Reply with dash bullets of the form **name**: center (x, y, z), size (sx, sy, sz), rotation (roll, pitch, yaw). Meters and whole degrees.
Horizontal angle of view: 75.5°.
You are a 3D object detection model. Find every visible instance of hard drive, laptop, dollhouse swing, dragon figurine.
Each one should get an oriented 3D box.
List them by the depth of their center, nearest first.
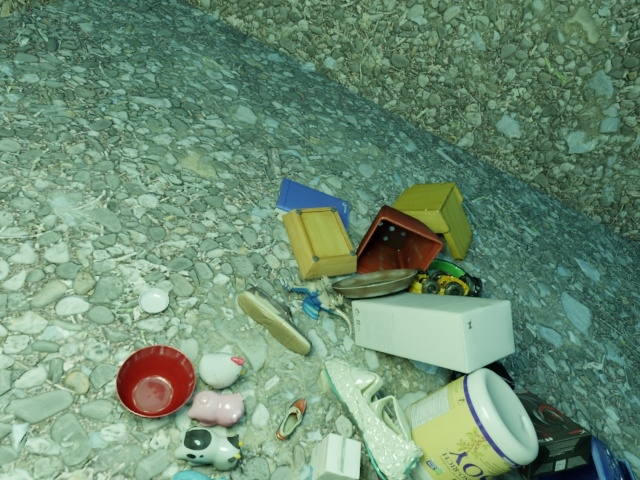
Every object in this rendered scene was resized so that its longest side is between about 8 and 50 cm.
- **dragon figurine**: center (-0.005, 0.212, 1.420), size (0.289, 0.144, 0.085), rotation (50, 44, -4)
- **laptop**: center (0.569, 0.509, 1.521), size (0.234, 0.136, 0.264), rotation (30, 67, 0)
- **hard drive**: center (-0.030, -0.148, 1.798), size (0.319, 0.040, 0.210), rotation (20, 42, -12)
- **dollhouse swing**: center (0.568, -0.087, 2.074), size (0.316, 0.304, 0.347), rotation (1, 30, 31)

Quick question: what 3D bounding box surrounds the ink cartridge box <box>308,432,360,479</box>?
- **ink cartridge box**: center (0.039, 0.566, 1.055), size (0.090, 0.143, 0.092), rotation (21, 42, -11)

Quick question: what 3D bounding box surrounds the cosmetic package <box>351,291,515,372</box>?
- **cosmetic package**: center (0.330, 0.264, 1.295), size (0.230, 0.453, 0.161), rotation (-6, 90, -34)

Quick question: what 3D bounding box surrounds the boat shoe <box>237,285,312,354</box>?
- **boat shoe**: center (-0.133, 0.243, 1.309), size (0.285, 0.102, 0.092), rotation (35, 46, 14)

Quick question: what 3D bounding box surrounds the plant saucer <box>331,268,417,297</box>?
- **plant saucer**: center (0.194, 0.156, 1.484), size (0.311, 0.311, 0.050), rotation (-12, 93, -38)

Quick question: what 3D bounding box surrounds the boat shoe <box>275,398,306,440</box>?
- **boat shoe**: center (-0.076, 0.489, 1.141), size (0.049, 0.043, 0.137), rotation (36, 40, 9)

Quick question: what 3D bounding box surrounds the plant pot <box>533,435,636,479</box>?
- **plant pot**: center (0.822, 0.767, 1.257), size (0.212, 0.236, 0.235), rotation (28, 41, -14)

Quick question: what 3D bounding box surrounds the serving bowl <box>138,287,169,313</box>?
- **serving bowl**: center (-0.490, 0.182, 1.213), size (0.084, 0.027, 0.083), rotation (16, 42, -15)

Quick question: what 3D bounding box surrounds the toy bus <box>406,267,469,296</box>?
- **toy bus**: center (0.419, 0.227, 1.572), size (0.221, 0.211, 0.149), rotation (9, 16, -13)

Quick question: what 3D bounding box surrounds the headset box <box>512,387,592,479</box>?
- **headset box**: center (0.635, 0.583, 1.297), size (0.218, 0.110, 0.293), rotation (-3, 11, -15)

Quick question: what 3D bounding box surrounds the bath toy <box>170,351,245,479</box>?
- **bath toy**: center (-0.250, 0.436, 1.030), size (0.151, 0.129, 0.348), rotation (46, 30, -37)

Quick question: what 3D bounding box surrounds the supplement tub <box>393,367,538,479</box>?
- **supplement tub**: center (0.368, 0.522, 1.112), size (0.241, 0.331, 0.241), rotation (35, 29, -23)

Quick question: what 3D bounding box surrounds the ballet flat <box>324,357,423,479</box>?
- **ballet flat**: center (0.149, 0.458, 1.146), size (0.147, 0.146, 0.409), rotation (4, 28, -28)

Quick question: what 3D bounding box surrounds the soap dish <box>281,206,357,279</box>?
- **soap dish**: center (0.000, 0.000, 1.586), size (0.229, 0.118, 0.290), rotation (-5, 58, -28)

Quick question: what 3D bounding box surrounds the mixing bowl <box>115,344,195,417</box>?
- **mixing bowl**: center (-0.411, 0.365, 1.026), size (0.182, 0.098, 0.181), rotation (16, 43, -15)

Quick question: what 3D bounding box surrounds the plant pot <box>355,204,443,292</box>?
- **plant pot**: center (0.301, 0.005, 1.694), size (0.267, 0.267, 0.235), rotation (23, 31, -9)

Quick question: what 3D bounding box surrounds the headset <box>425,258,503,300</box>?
- **headset**: center (0.588, 0.195, 1.711), size (0.244, 0.185, 0.394), rotation (-2, 39, -31)

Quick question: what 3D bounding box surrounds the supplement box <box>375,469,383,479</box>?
- **supplement box**: center (0.201, 0.642, 1.150), size (0.083, 0.043, 0.054), rotation (6, 47, -27)
